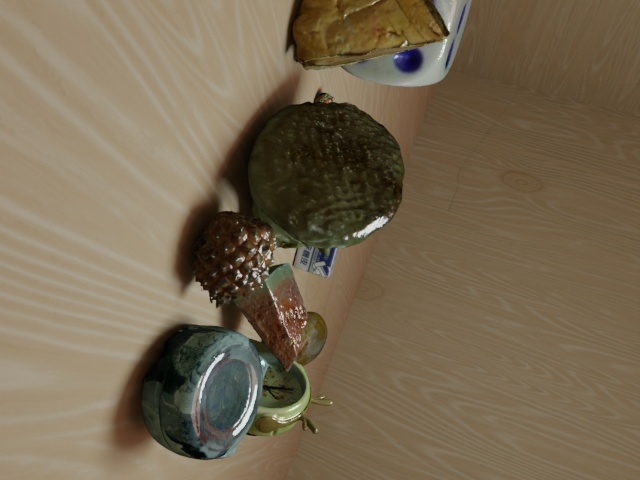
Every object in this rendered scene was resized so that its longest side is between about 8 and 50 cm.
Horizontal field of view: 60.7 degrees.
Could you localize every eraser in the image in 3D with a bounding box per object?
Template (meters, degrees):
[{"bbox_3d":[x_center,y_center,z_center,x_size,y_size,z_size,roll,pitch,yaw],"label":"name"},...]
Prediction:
[{"bbox_3d":[0.000,0.000,1.736,0.068,0.124,0.210,-34,142,-70],"label":"eraser"}]

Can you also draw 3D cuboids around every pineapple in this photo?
[{"bbox_3d":[-0.172,0.042,1.059,0.166,0.166,0.193,-14,121,-74],"label":"pineapple"}]

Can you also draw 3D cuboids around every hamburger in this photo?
[{"bbox_3d":[0.101,-0.495,1.170,0.162,0.329,0.209,-61,144,-75],"label":"hamburger"}]

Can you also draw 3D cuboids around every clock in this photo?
[{"bbox_3d":[-0.130,0.371,1.325,0.235,0.308,0.096,-45,154,-60],"label":"clock"}]

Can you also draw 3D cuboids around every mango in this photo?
[{"bbox_3d":[-0.076,0.352,1.886,0.316,0.146,0.193,-27,136,-62],"label":"mango"}]

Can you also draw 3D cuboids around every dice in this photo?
[{"bbox_3d":[0.205,-0.582,1.370,0.304,0.304,0.277,95,20,-45],"label":"dice"}]

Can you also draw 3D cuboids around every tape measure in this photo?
[{"bbox_3d":[-0.231,0.305,1.106,0.275,0.147,0.256,56,46,-47],"label":"tape measure"}]

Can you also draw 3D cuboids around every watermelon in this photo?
[{"bbox_3d":[-0.100,0.187,1.339,0.257,0.139,0.193,67,22,-7],"label":"watermelon"}]

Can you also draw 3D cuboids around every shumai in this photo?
[{"bbox_3d":[-0.014,-0.098,1.234,0.323,0.324,0.397,121,-7,-52],"label":"shumai"}]

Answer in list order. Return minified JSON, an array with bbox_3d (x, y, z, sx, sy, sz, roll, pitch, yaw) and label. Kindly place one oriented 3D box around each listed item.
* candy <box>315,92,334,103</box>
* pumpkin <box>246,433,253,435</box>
[{"bbox_3d":[0.003,-0.331,1.507,0.055,0.049,0.185,-30,155,-23],"label":"candy"},{"bbox_3d":[-0.182,0.504,1.701,0.126,0.130,0.248,-19,124,-73],"label":"pumpkin"}]
